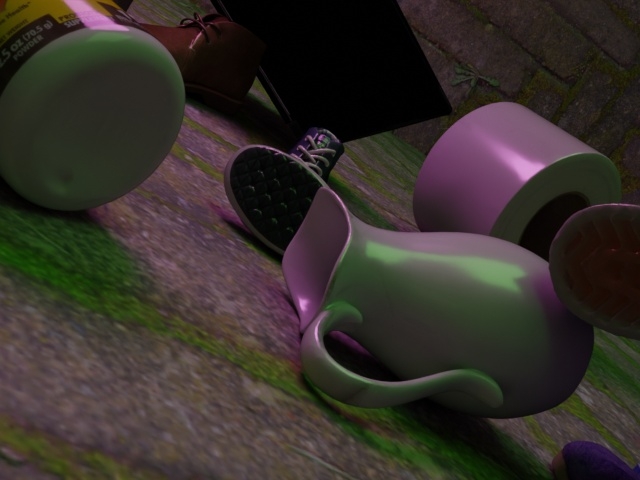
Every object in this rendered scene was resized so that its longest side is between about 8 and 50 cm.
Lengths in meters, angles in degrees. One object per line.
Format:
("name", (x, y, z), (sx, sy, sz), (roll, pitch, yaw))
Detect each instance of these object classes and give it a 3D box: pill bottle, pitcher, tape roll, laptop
("pill bottle", (-0.186, -0.121, 0.507), (0.215, 0.117, 0.117), (42, 14, 30))
("pitcher", (0.080, 0.063, 0.558), (0.207, 0.125, 0.177), (21, 35, -14))
("tape roll", (0.277, -0.053, 1.173), (0.246, 0.246, 0.169), (24, 16, -42))
("laptop", (-0.016, -0.350, 1.192), (0.382, 0.236, 0.408), (58, 15, -21))

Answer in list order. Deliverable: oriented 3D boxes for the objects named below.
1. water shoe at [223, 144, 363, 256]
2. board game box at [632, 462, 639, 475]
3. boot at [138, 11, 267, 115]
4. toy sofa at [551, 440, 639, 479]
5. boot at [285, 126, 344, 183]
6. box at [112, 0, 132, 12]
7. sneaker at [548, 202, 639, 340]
("water shoe", (0.000, 0.000, 0.703), (0.203, 0.073, 0.080), (39, -10, 0))
("board game box", (0.304, 0.235, 0.683), (0.090, 0.020, 0.090), (36, 12, 5))
("boot", (-0.174, -0.249, 1.033), (0.112, 0.115, 0.305), (42, 15, 21))
("toy sofa", (0.242, 0.173, 0.457), (0.177, 0.150, 0.362), (39, 13, 12))
("boot", (-0.023, -0.071, 0.822), (0.069, 0.086, 0.190), (34, 12, -3))
("box", (-0.362, -0.411, 1.018), (0.215, 0.168, 0.345), (36, 12, 4))
("sneaker", (0.299, 0.045, 0.495), (0.302, 0.108, 0.121), (23, 14, 32))
